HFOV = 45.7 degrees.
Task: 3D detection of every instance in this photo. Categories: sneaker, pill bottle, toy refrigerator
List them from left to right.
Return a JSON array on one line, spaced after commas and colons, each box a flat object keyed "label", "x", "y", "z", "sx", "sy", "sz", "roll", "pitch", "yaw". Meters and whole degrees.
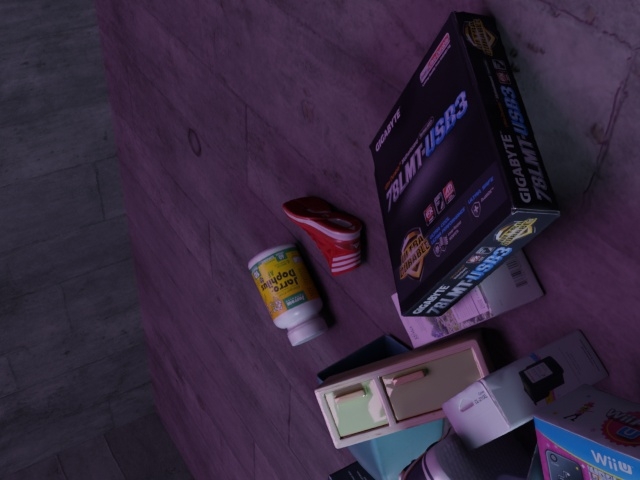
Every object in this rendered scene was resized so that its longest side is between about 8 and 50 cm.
[{"label": "pill bottle", "x": -0.066, "y": 0.119, "z": 1.656, "sx": 0.208, "sy": 0.118, "sz": 0.117, "roll": 64, "pitch": 154, "yaw": 12}, {"label": "sneaker", "x": 0.000, "y": 0.000, "z": 1.483, "sx": 0.221, "sy": 0.087, "sz": 0.128, "roll": 33, "pitch": 135, "yaw": 53}, {"label": "toy refrigerator", "x": 0.137, "y": 0.232, "z": 1.185, "sx": 0.102, "sy": 0.270, "sz": 0.094, "roll": 70, "pitch": -162, "yaw": 1}, {"label": "sneaker", "x": 0.197, "y": 0.338, "z": 1.083, "sx": 0.127, "sy": 0.321, "sz": 0.126, "roll": -51, "pitch": 62, "yaw": 18}]

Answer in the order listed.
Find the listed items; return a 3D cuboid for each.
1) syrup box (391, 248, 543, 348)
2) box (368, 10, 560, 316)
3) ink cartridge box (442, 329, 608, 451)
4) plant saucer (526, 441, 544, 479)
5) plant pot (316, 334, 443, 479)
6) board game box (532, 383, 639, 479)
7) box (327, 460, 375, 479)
[{"label": "syrup box", "x": 0.209, "y": 0.082, "z": 1.125, "sx": 0.093, "sy": 0.096, "sz": 0.237, "roll": 67, "pitch": 154, "yaw": 10}, {"label": "box", "x": 0.166, "y": -0.089, "z": 0.995, "sx": 0.295, "sy": 0.073, "sz": 0.293, "roll": 125, "pitch": 141, "yaw": -55}, {"label": "ink cartridge box", "x": 0.267, "y": 0.201, "z": 1.006, "sx": 0.072, "sy": 0.175, "sz": 0.127, "roll": 61, "pitch": 153, "yaw": 18}, {"label": "plant saucer", "x": 0.285, "y": 0.390, "z": 1.019, "sx": 0.044, "sy": 0.317, "sz": 0.317, "roll": 14, "pitch": 126, "yaw": 21}, {"label": "plant pot", "x": 0.125, "y": 0.335, "z": 1.408, "sx": 0.165, "sy": 0.166, "sz": 0.234, "roll": 32, "pitch": 143, "yaw": 51}, {"label": "board game box", "x": 0.364, "y": 0.336, "z": 0.829, "sx": 0.224, "sy": 0.098, "sz": 0.303, "roll": 12, "pitch": 118, "yaw": 60}, {"label": "box", "x": 0.116, "y": 0.529, "z": 1.552, "sx": 0.156, "sy": 0.158, "sz": 0.093, "roll": 52, "pitch": 149, "yaw": 34}]
